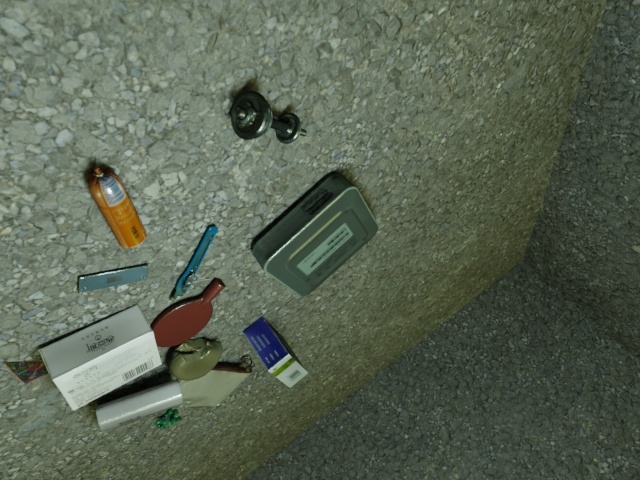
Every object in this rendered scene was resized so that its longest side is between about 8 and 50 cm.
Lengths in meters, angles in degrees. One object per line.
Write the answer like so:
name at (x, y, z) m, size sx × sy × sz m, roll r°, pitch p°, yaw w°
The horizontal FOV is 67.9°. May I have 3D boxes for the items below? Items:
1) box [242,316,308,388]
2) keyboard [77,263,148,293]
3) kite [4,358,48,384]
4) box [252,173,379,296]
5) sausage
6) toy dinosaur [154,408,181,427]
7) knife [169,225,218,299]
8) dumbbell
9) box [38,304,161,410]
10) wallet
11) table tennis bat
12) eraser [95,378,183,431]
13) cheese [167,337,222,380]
box at (-0.177, 0.459, 1.931) m, size 0.106 × 0.200 × 0.299 m, roll -37°, pitch 149°, yaw -8°
keyboard at (-0.545, 0.099, 1.257) m, size 0.176 × 0.014 × 0.055 m, roll -11°, pitch 138°, yaw -39°
kite at (-0.784, 0.351, 1.324) m, size 0.159 × 0.010 × 0.190 m, roll -52°, pitch 148°, yaw 17°
box at (0.001, 0.000, 1.629) m, size 0.396 × 0.111 × 0.396 m, roll -42°, pitch 151°, yaw 1°
sausage at (-0.460, -0.077, 1.073) m, size 0.071 × 0.071 × 0.234 m, roll -28°, pitch 147°, yaw -20°
toy dinosaur at (-0.630, 0.738, 1.942) m, size 0.096 × 0.059 × 0.132 m, roll -37°, pitch 157°, yaw 5°
knife at (-0.373, 0.072, 1.399) m, size 0.044 × 0.026 × 0.296 m, roll 11°, pitch 124°, yaw -38°
dumbbell at (-0.114, -0.285, 1.162) m, size 0.110 × 0.110 × 0.254 m, roll -54°, pitch 153°, yaw 21°
box at (-0.621, 0.337, 1.373) m, size 0.274 × 0.116 × 0.203 m, roll -26°, pitch 148°, yaw -27°
wallet at (-0.451, 0.582, 1.932) m, size 0.335 × 0.068 × 0.274 m, roll 19°, pitch 112°, yaw -48°
table tennis bat at (-0.424, 0.243, 1.548) m, size 0.310 × 0.038 × 0.200 m, roll -46°, pitch 149°, yaw 10°
eraser at (-0.620, 0.567, 1.645) m, size 0.270 × 0.094 × 0.174 m, roll -15°, pitch 164°, yaw -24°
cheese at (-0.455, 0.421, 1.690) m, size 0.175 × 0.091 × 0.202 m, roll -47°, pitch 149°, yaw 7°
